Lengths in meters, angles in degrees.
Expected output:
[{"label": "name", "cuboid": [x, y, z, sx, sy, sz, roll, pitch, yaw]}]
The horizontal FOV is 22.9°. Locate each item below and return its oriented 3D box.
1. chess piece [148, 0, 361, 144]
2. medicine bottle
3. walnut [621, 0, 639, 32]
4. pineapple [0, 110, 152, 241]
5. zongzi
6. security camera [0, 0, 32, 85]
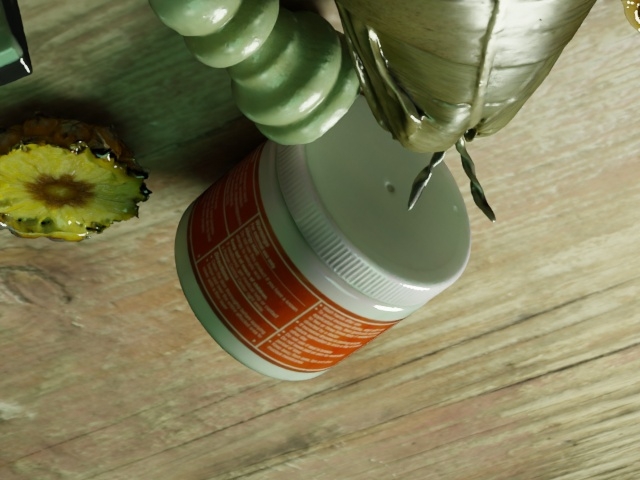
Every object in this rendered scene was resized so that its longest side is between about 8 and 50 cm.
[{"label": "chess piece", "cuboid": [-0.077, -0.207, 1.547, 0.133, 0.133, 0.243, -26, 139, 25]}, {"label": "medicine bottle", "cuboid": [0.000, 0.000, 1.763, 0.252, 0.252, 0.241, 19, 140, -37]}, {"label": "walnut", "cuboid": [0.399, -0.278, 1.576, 0.211, 0.087, 0.167, -3, 142, -1]}, {"label": "pineapple", "cuboid": [-0.289, -0.075, 1.739, 0.225, 0.076, 0.225, -4, 148, -2]}, {"label": "zongzi", "cuboid": [0.020, -0.229, 1.416, 0.467, 0.218, 0.500, 1, 145, -21]}, {"label": "security camera", "cuboid": [-0.392, -0.239, 1.355, 0.191, 0.197, 0.277, -21, 141, 3]}]
